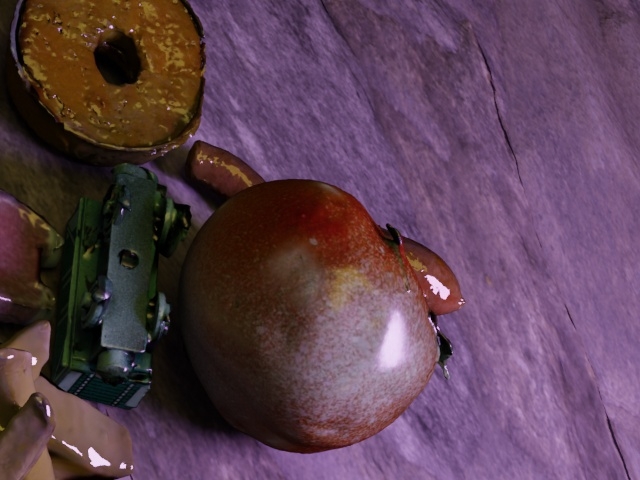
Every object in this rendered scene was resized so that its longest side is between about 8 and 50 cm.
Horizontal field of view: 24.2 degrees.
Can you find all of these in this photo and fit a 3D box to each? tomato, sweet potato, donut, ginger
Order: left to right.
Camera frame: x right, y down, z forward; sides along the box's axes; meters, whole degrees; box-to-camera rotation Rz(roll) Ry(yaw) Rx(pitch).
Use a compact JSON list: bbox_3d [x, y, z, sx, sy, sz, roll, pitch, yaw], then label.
[{"bbox_3d":[-0.321,0.229,1.314,0.413,0.211,0.358,17,75,-38],"label":"ginger"},{"bbox_3d":[-0.261,-0.202,1.802,0.272,0.107,0.272,14,57,-22],"label":"donut"},{"bbox_3d":[-0.022,0.093,1.629,0.239,0.303,0.303,-29,77,-19],"label":"tomato"},{"bbox_3d":[0.000,0.000,1.838,0.385,0.109,0.109,26,48,-1],"label":"sweet potato"}]

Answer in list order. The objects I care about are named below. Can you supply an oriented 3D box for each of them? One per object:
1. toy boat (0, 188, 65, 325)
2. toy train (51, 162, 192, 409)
[{"bbox_3d":[-0.384,0.011,1.594,0.227,0.085,0.155,29,44,-30],"label":"toy boat"},{"bbox_3d":[-0.213,0.050,1.612,0.115,0.154,0.269,12,54,-18],"label":"toy train"}]
